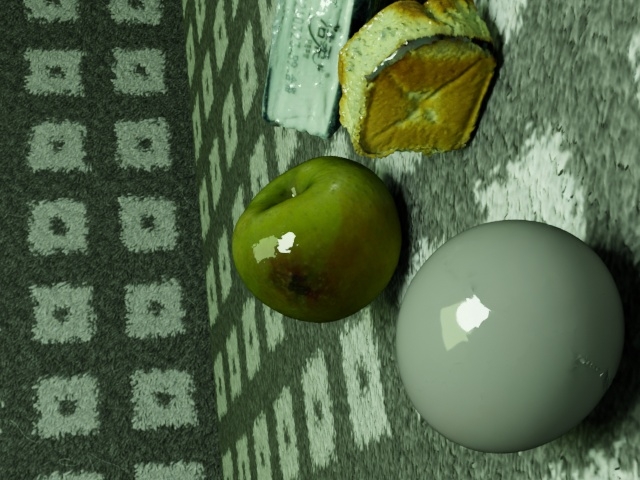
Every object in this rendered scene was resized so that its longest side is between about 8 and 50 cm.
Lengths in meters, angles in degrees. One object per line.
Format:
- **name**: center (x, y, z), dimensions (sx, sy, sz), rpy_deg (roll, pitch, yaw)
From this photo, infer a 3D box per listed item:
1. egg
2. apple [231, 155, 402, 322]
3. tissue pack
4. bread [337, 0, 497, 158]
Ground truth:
- **egg**: center (0.124, 0.068, 0.621), dimensions (0.198, 0.147, 0.146), rpy_deg (101, 161, -60)
- **apple**: center (0.000, 0.000, 1.013), dimensions (0.157, 0.196, 0.196), rpy_deg (61, 178, -27)
- **tissue pack**: center (0.021, -0.234, 0.912), dimensions (0.257, 0.081, 0.185), rpy_deg (-64, -14, -59)
- **bread**: center (0.079, -0.139, 0.793), dimensions (0.140, 0.128, 0.069), rpy_deg (97, 159, -48)
